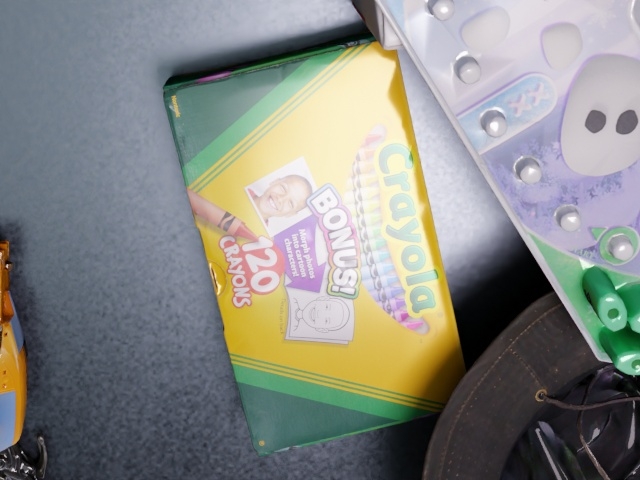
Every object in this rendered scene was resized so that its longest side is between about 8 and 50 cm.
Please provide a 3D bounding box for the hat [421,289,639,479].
[{"bbox_3d":[0.189,0.169,1.057,0.331,0.134,0.331,-3,99,-22],"label":"hat"}]

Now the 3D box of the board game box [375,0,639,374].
[{"bbox_3d":[0.252,-0.153,0.818,0.390,0.050,0.390,-31,113,8],"label":"board game box"}]

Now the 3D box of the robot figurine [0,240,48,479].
[{"bbox_3d":[-0.307,0.142,1.049,0.211,0.085,0.291,2,103,-3],"label":"robot figurine"}]

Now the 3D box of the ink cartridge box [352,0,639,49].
[{"bbox_3d":[0.163,-0.209,0.933,0.283,0.207,0.117,-7,106,-2],"label":"ink cartridge box"}]

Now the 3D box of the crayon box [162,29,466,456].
[{"bbox_3d":[0.000,0.000,1.035,0.165,0.081,0.278,-14,103,0],"label":"crayon box"}]
